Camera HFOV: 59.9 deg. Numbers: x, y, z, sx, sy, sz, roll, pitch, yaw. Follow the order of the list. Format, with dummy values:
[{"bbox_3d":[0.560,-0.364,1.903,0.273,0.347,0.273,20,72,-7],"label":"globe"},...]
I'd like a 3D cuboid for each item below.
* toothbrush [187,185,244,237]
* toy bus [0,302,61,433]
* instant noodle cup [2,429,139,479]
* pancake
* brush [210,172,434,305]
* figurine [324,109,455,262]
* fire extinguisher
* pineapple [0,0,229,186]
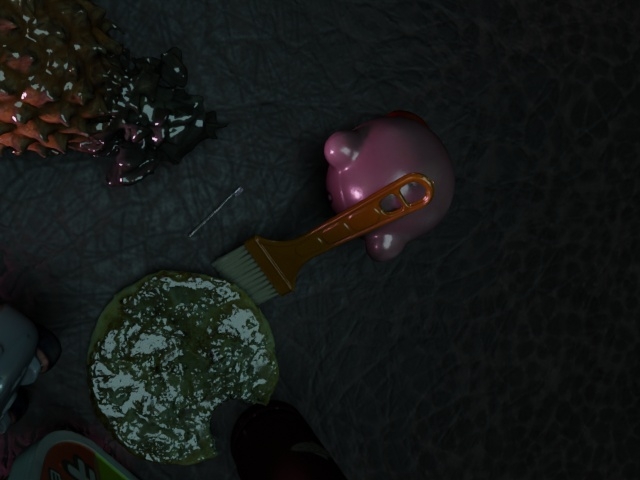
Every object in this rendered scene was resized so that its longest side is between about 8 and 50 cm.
[{"bbox_3d":[-0.138,-0.037,0.733,0.097,0.006,0.008,-44,110,-9],"label":"toothbrush"},{"bbox_3d":[-0.416,0.157,0.536,0.232,0.194,0.288,33,127,-11],"label":"toy bus"},{"bbox_3d":[-0.342,0.418,0.592,0.307,0.294,0.294,-36,105,-3],"label":"instant noodle cup"},{"bbox_3d":[-0.177,0.157,0.713,0.253,0.037,0.254,0,93,-10],"label":"pancake"},{"bbox_3d":[0.000,0.000,0.678,0.314,0.017,0.090,-27,107,26],"label":"brush"},{"bbox_3d":[0.088,-0.074,0.718,0.173,0.173,0.174,-2,96,-18],"label":"figurine"},{"bbox_3d":[-0.013,0.294,0.634,0.135,0.337,0.115,-23,103,-14],"label":"fire extinguisher"},{"bbox_3d":[-0.264,-0.161,0.589,0.357,0.222,0.223,25,88,-32],"label":"pineapple"}]
